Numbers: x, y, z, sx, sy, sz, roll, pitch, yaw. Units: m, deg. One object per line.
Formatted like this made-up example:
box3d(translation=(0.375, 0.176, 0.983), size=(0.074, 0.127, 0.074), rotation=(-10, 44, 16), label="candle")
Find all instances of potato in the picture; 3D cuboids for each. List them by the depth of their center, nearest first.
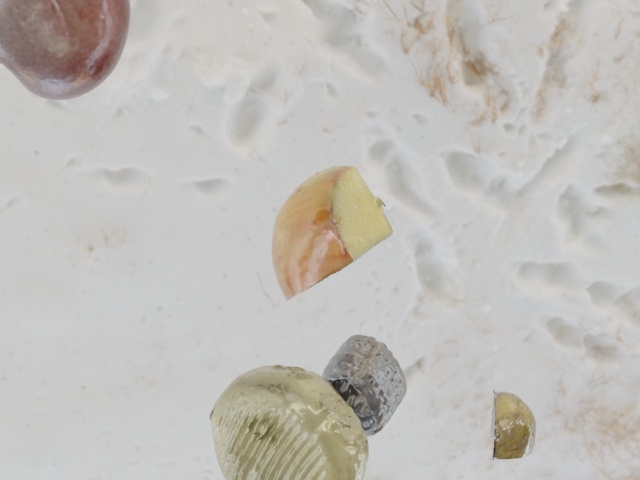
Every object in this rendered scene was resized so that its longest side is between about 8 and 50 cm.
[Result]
box3d(translation=(0.444, 0.417, 1.536), size=(0.098, 0.243, 0.138), rotation=(1, 88, 12), label="potato")

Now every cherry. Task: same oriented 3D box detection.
box3d(translation=(-0.465, -0.388, 1.171), size=(0.307, 0.221, 0.261), rotation=(-43, 128, -6), label="cherry")

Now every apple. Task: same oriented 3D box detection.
box3d(translation=(0.000, 0.000, 1.605), size=(0.252, 0.314, 0.309), rotation=(27, 140, -36), label="apple")

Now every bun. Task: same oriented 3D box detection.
box3d(translation=(-0.054, 0.417, 1.371), size=(0.234, 0.361, 0.326), rotation=(-3, 97, -53), label="bun")

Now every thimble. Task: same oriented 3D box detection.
box3d(translation=(0.107, 0.377, 1.714), size=(0.172, 0.205, 0.236), rotation=(-46, 148, -45), label="thimble")
